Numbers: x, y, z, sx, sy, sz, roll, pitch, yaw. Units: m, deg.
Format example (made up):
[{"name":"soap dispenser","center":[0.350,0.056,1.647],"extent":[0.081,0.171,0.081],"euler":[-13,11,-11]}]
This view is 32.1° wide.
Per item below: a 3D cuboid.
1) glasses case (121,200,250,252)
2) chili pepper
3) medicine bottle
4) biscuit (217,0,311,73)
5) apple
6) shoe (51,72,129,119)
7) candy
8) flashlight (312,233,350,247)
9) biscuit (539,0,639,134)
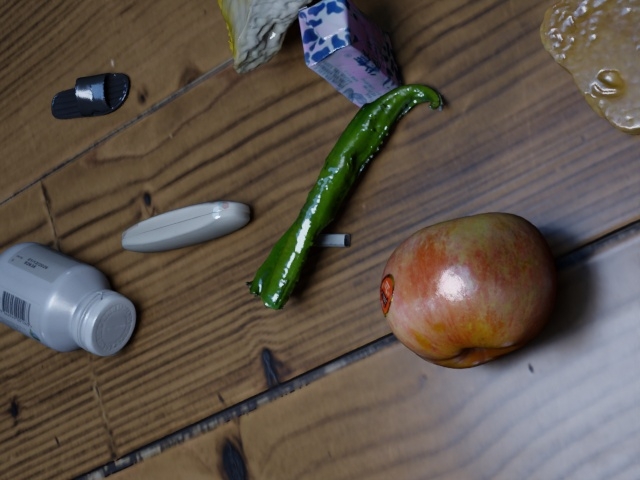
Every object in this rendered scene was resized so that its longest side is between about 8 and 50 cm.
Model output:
[{"name":"glasses case","center":[-0.193,-0.019,1.587],"extent":[0.204,0.081,0.051],"euler":[-14,78,26]},{"name":"chili pepper","center":[0.023,-0.066,1.463],"extent":[0.359,0.076,0.085],"euler":[-53,32,7]},{"name":"medicine bottle","center":[-0.380,0.093,1.647],"extent":[0.215,0.135,0.135],"euler":[21,93,31]},{"name":"biscuit","center":[-0.055,-0.477,1.458],"extent":[0.446,0.104,0.429],"euler":[-108,29,-44]},{"name":"apple","center":[0.171,0.061,1.295],"extent":[0.209,0.209,0.164],"euler":[-19,75,27]},{"name":"shoe","center":[-0.372,-0.225,1.739],"extent":[0.159,0.053,0.062],"euler":[-10,75,31]},{"name":"candy","center":[0.040,-0.246,1.440],"extent":[0.073,0.160,0.092],"euler":[-21,66,23]},{"name":"flashlight","center":[0.000,0.000,1.507],"extent":[0.083,0.018,0.018],"euler":[0,83,30]},{"name":"biscuit","center":[0.403,-0.260,1.292],"extent":[0.376,0.051,0.269],"euler":[47,109,28]}]
